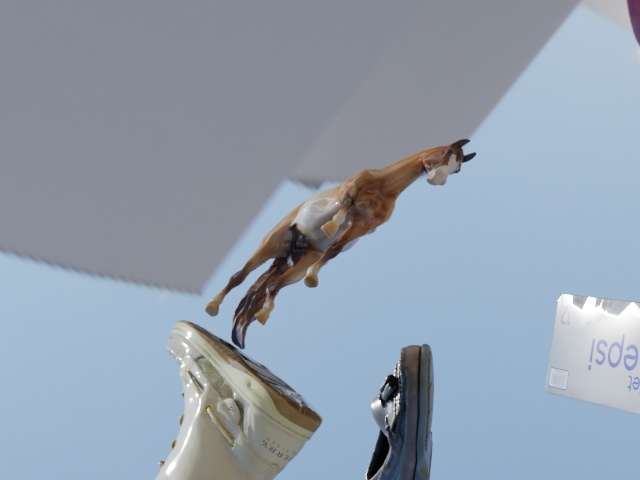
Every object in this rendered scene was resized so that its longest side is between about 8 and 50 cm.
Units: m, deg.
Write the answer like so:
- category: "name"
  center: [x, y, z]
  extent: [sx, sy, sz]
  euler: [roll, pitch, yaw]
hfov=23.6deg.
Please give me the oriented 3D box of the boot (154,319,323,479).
- category: "boot"
  center: [-0.098, 0.161, 1.191]
  extent: [0.077, 0.165, 0.213]
  euler: [31, 180, -32]

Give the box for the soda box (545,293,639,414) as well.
- category: "soda box"
  center: [0.294, 0.100, 1.216]
  extent: [0.098, 0.091, 0.286]
  euler: [10, 178, -22]

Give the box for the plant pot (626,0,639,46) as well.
- category: "plant pot"
  center: [0.457, -0.323, 1.772]
  extent: [0.180, 0.201, 0.201]
  euler: [-1, -164, 23]

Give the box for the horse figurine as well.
- category: "horse figurine"
  center: [0.000, 0.000, 1.336]
  extent: [0.066, 0.263, 0.174]
  euler: [48, -136, -5]

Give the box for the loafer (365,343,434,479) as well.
- category: "loafer"
  center: [0.093, 0.226, 1.854]
  extent: [0.084, 0.268, 0.096]
  euler: [4, -134, 7]
